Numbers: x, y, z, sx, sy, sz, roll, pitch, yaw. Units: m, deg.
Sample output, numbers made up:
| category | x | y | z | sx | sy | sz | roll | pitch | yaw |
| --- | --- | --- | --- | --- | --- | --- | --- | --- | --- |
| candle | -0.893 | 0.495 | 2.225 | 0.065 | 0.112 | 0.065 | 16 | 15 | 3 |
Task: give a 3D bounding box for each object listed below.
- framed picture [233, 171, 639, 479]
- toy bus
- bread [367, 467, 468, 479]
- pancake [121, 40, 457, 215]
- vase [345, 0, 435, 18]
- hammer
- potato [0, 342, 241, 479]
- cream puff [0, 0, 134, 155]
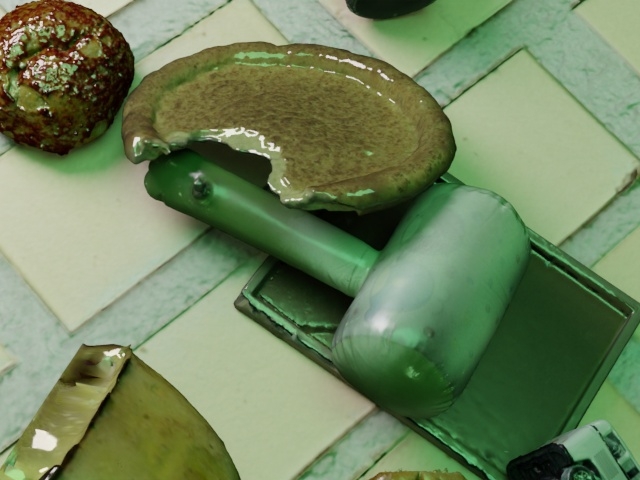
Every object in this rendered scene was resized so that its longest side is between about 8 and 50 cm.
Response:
| category | x | y | z | sx | sy | sz | roll | pitch | yaw |
| --- | --- | --- | --- | --- | --- | --- | --- | --- | --- |
| framed picture | 0.113 | 0.060 | 1.195 | 0.315 | 0.024 | 0.232 | 36 | 65 | 5 |
| toy bus | 0.246 | 0.243 | 1.100 | 0.089 | 0.087 | 0.194 | -29 | 83 | -34 |
| bread | 0.081 | 0.248 | 1.081 | 0.140 | 0.069 | 0.128 | 43 | 65 | 8 |
| pancake | -0.031 | -0.104 | 1.161 | 0.286 | 0.033 | 0.288 | -12 | 37 | -21 |
| vase | 0.053 | -0.374 | 1.317 | 0.251 | 0.156 | 0.301 | 0 | 70 | -39 |
| hammer | 0.000 | 0.000 | 1.133 | 0.335 | 0.119 | 0.206 | 26 | 60 | 8 |
| potato | -0.150 | 0.224 | 0.971 | 0.242 | 0.285 | 0.242 | 0 | 104 | -1 |
| cream puff | -0.238 | -0.152 | 1.186 | 0.149 | 0.084 | 0.149 | 3 | 67 | -7 |
